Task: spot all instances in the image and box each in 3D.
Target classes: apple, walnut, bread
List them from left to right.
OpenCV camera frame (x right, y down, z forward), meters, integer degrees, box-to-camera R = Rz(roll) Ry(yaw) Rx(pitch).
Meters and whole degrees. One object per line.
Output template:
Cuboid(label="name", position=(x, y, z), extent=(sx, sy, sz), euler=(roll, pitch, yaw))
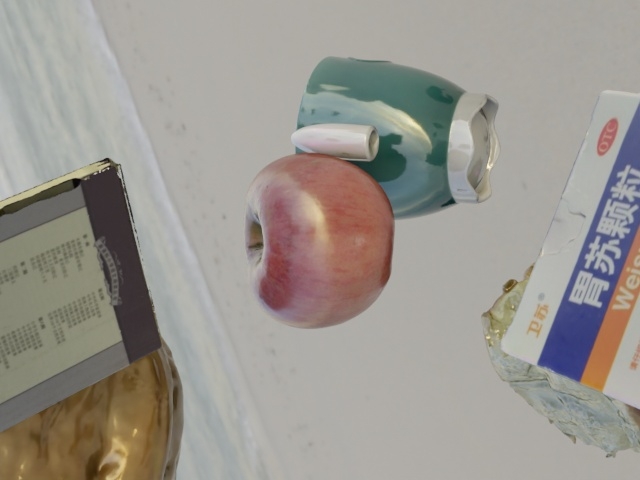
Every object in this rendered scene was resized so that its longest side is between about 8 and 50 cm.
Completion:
Cuboid(label="walnut", position=(-0.258, 0.176, 0.859), extent=(0.333, 0.333, 0.333), euler=(57, 158, 37))
Cuboid(label="apple", position=(0.000, 0.000, 0.875), extent=(0.153, 0.120, 0.153), euler=(180, 90, -74))
Cuboid(label="bread", position=(0.359, 0.092, 1.157), extent=(0.250, 0.279, 0.225), euler=(47, 167, -27))

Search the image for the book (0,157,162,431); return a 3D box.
Cuboid(label="book", position=(-0.219, 0.056, 0.668), extent=(0.026, 0.231, 0.157), euler=(32, 139, 43))

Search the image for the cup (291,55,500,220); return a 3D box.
Cuboid(label="cup", position=(0.084, -0.097, 1.025), extent=(0.300, 0.173, 0.167), euler=(-12, -74, -66))

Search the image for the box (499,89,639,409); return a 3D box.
Cuboid(label="box", position=(0.280, 0.031, 0.629), extent=(0.299, 0.106, 0.200), euler=(21, 89, 50))

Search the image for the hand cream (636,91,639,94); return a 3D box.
Cuboid(label="hand cream", position=(0.430, -0.157, 1.280), extent=(0.257, 0.084, 0.050), euler=(-97, 17, -79))
